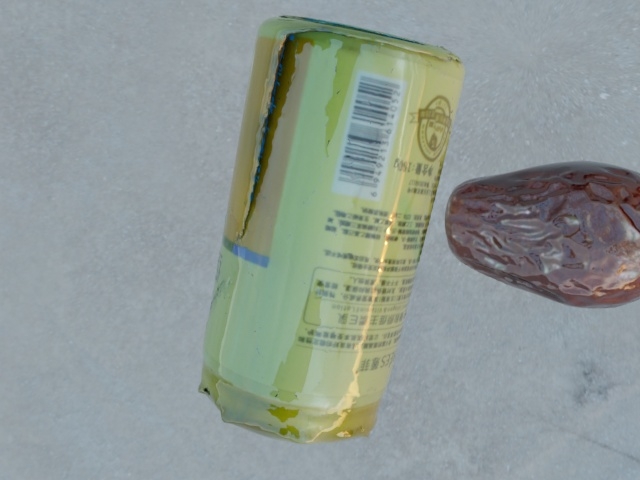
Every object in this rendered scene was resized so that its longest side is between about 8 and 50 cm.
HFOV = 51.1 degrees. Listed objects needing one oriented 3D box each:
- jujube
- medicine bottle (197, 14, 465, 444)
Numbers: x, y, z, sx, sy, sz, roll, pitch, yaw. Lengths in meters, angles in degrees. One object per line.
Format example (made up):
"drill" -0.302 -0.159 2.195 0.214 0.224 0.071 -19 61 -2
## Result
"jujube" 0.283 -0.011 0.809 0.255 0.190 0.190 3 106 23
"medicine bottle" 0.000 0.000 0.391 0.124 0.124 0.239 16 102 13
